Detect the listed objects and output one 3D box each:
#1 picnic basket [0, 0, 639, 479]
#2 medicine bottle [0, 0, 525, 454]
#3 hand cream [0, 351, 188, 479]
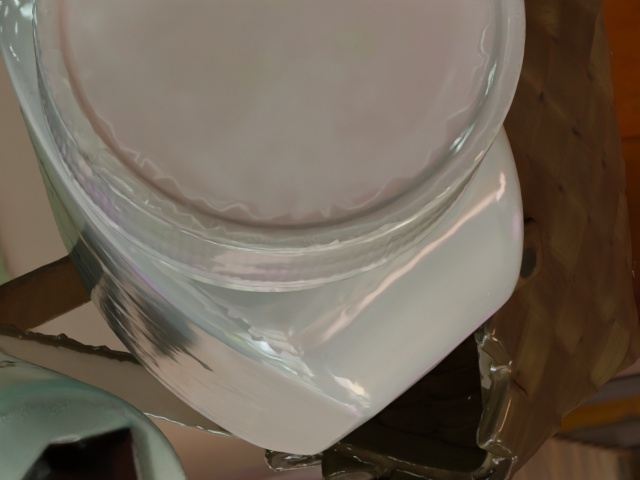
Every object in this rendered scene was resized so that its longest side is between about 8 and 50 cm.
[{"bbox_3d":[0.000,0.000,0.859,0.254,0.321,0.291,10,119,46],"label":"picnic basket"},{"bbox_3d":[-0.022,-0.021,0.483,0.161,0.111,0.296,49,170,6],"label":"medicine bottle"},{"bbox_3d":[-0.101,0.059,0.557,0.067,0.109,0.320,-60,15,-3],"label":"hand cream"}]
